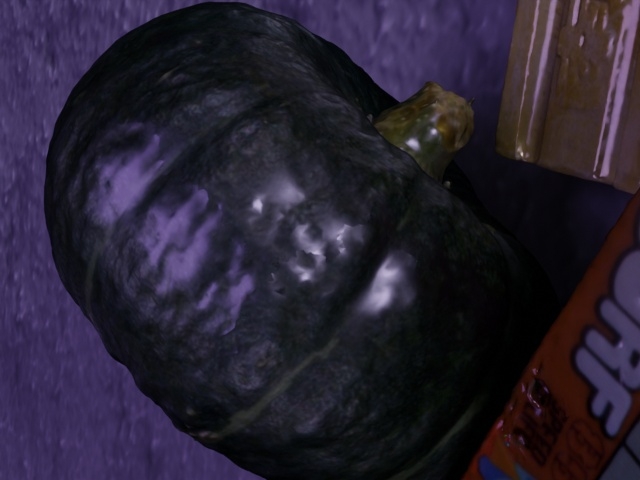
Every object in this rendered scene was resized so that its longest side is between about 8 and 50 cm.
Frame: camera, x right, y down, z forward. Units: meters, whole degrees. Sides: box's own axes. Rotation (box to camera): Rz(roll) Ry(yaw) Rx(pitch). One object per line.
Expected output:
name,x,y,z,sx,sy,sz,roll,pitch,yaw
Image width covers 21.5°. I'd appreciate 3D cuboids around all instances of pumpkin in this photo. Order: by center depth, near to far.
pumpkin,-0.001,0.002,0.631,0.152,0.211,0.211,-42,47,23

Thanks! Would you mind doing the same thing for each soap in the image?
soap,0.120,-0.145,0.597,0.092,0.037,0.252,20,103,59

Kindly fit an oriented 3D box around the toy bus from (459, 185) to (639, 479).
toy bus,0.108,0.066,0.530,0.092,0.093,0.409,56,134,38
